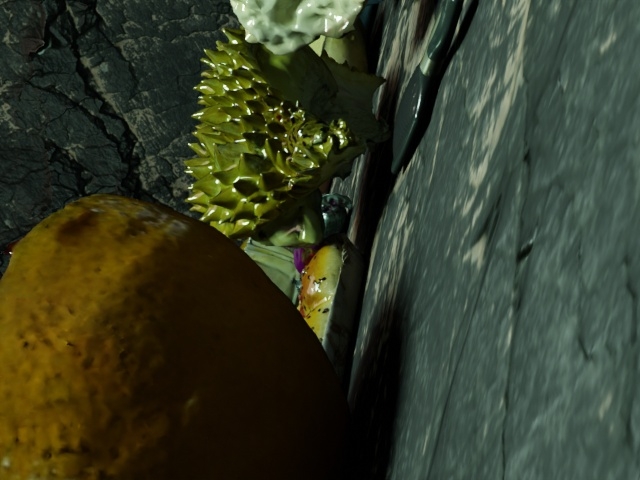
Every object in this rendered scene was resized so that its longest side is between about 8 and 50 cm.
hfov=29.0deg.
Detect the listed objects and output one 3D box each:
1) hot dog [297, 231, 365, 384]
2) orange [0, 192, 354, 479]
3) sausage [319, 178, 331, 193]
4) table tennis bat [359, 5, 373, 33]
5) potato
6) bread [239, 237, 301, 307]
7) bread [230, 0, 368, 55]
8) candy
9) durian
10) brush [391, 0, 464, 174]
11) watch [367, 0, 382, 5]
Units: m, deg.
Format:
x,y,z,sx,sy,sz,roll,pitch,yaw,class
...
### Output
x,y,z,sx,sy,sz,roll,pitch,yaw,class
-0.008,0.088,0.935,0.108,0.059,0.191,119,167,-60,hot dog
-0.100,0.131,0.727,0.310,0.274,0.274,60,180,-6,orange
-0.020,-0.183,1.504,0.086,0.086,0.289,-84,-4,-60,sausage
0.053,-0.317,1.535,0.215,0.044,0.329,-81,3,-49,table tennis bat
0.014,-0.174,1.344,0.200,0.081,0.164,-86,18,-50,potato
-0.093,0.113,1.670,0.192,0.109,0.210,112,171,-58,bread
0.000,-0.320,0.868,0.270,0.211,0.316,-65,8,-26,bread
0.000,0.000,1.223,0.043,0.045,0.175,63,155,25,candy
-0.026,-0.078,0.999,0.306,0.166,0.172,-101,21,-78,durian
0.067,-0.106,0.782,0.193,0.016,0.063,112,170,-67,brush
0.003,-0.347,1.238,0.193,0.211,0.211,-146,68,-67,watch
